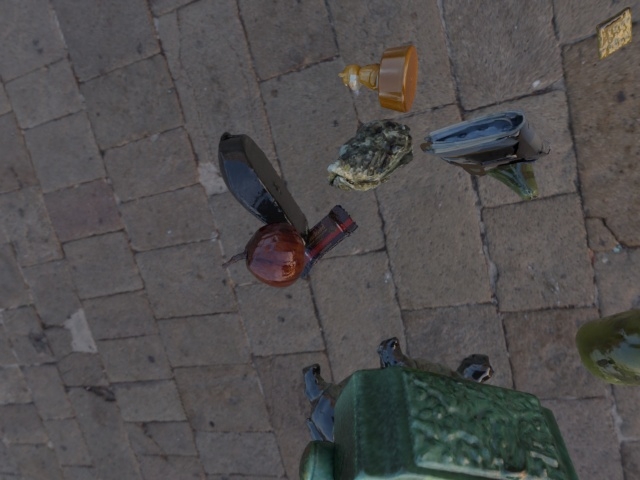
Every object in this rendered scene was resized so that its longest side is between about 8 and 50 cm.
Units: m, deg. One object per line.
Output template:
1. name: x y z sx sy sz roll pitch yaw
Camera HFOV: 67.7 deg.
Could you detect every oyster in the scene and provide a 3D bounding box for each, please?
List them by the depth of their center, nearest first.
1. oyster: 0.125 -0.218 1.234 0.162 0.351 0.158 -22 101 46

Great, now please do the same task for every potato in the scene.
1. potato: 0.654 0.223 1.004 0.271 0.111 0.160 -32 57 53

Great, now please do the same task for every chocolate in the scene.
1. chocolate: 0.000 0.000 1.105 0.182 0.028 0.086 -43 70 0

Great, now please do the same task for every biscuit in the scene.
1. biscuit: 0.636 -0.448 1.033 0.083 0.018 0.081 -32 126 1

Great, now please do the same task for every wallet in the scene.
1. wallet: 0.286 -0.158 0.814 0.170 0.231 0.070 -3 87 34

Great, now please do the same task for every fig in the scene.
1. fig: -0.094 0.023 0.905 0.150 0.128 0.129 17 110 20

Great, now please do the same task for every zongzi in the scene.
1. zongzi: 0.437 -0.132 1.105 0.113 0.052 0.104 -18 65 35

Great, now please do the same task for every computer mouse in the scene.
1. computer mouse: -0.127 -0.098 1.022 0.087 0.168 0.295 -31 111 12

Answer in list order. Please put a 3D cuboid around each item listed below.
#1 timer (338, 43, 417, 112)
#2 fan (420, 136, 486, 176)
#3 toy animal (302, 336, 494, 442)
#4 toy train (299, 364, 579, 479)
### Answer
1. timer: 0.115 -0.337 0.990 0.152 0.132 0.132 9 108 19
2. fan: 0.318 -0.214 1.076 0.152 0.227 0.008 27 130 12
3. toy animal: 0.141 0.235 0.744 0.342 0.106 0.169 -4 75 2
4. toy train: 0.133 0.264 0.555 0.298 0.167 0.238 14 128 -10
